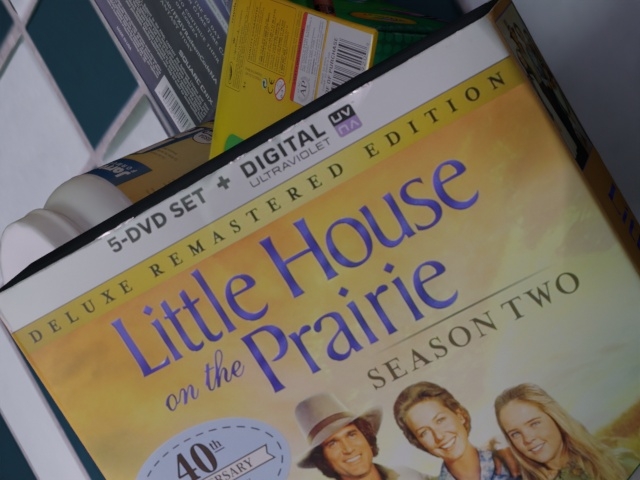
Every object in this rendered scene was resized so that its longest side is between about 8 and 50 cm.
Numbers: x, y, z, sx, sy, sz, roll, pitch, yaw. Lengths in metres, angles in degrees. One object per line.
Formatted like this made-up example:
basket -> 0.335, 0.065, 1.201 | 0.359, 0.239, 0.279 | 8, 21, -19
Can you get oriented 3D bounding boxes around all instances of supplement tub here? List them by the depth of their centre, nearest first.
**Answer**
supplement tub -> -0.095, 0.007, 1.122 | 0.144, 0.199, 0.144 | 34, 138, 39

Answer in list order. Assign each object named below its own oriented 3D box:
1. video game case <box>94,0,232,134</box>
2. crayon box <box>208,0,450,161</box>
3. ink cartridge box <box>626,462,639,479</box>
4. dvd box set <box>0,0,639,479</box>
video game case -> -0.087, -0.201, 1.129 | 0.196, 0.026, 0.274 | 58, 147, 9
crayon box -> 0.000, 0.000, 0.981 | 0.165, 0.081, 0.278 | 30, 115, 56
ink cartridge box -> 0.230, 0.223, 0.738 | 0.278, 0.117, 0.201 | 30, 128, 2
dvd box set -> 0.067, 0.130, 0.865 | 0.307, 0.062, 0.420 | -28, 100, 20
